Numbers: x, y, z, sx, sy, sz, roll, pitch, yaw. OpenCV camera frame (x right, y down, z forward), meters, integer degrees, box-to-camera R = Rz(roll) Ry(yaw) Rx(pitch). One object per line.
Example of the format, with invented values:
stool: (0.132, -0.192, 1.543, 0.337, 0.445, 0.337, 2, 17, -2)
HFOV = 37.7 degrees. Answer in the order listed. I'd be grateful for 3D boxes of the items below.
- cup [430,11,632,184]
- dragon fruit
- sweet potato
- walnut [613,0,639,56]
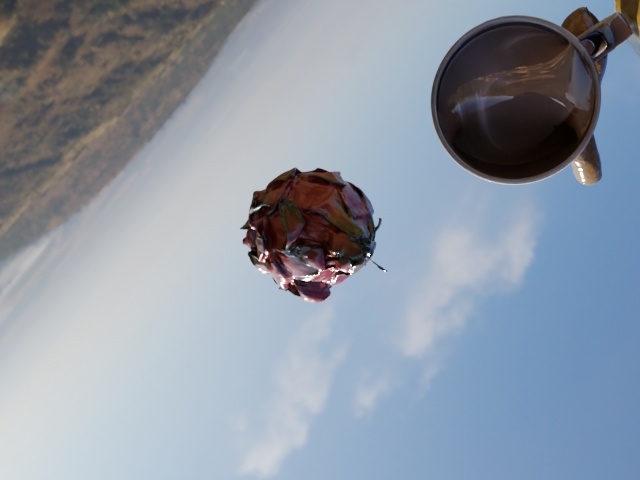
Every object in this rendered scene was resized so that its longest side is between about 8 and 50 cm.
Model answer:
cup: (0.262, -0.192, 1.155, 0.253, 0.191, 0.200, -36, -178, 14)
dragon fruit: (0.000, 0.000, 1.562, 0.234, 0.234, 0.293, -51, -132, -3)
sweet potato: (0.443, -0.241, 1.632, 0.109, 0.109, 0.385, -55, 148, -30)
walnut: (0.689, -0.448, 1.581, 0.354, 0.308, 0.398, -32, -179, -25)
